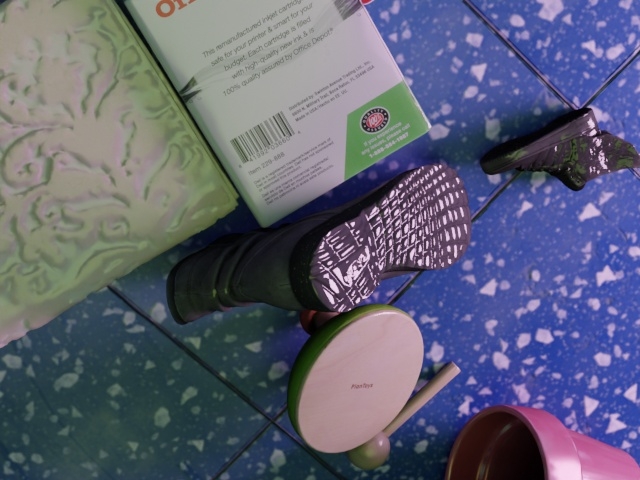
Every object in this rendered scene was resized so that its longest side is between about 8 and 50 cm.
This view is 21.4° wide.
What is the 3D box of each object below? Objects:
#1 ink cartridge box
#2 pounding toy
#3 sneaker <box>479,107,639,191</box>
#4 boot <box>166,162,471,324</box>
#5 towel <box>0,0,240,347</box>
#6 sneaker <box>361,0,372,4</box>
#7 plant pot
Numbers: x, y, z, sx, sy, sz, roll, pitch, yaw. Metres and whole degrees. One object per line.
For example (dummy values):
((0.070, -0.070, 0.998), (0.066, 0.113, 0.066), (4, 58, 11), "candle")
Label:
((-0.049, -0.195, 1.769), (0.211, 0.121, 0.289), (-30, 112, 1), "ink cartridge box")
((0.027, 0.146, 1.931), (0.183, 0.110, 0.237), (-52, 140, -2), "pounding toy")
((0.271, -0.088, 1.905), (0.170, 0.051, 0.089), (-26, 107, -4), "sneaker")
((0.000, 0.000, 1.835), (0.223, 0.338, 0.118), (-7, 97, 38), "boot")
((-0.299, -0.081, 1.742), (0.332, 0.053, 0.317), (-31, 111, 0), "towel")
((0.076, -0.295, 1.787), (0.042, 0.067, 0.118), (34, 100, -19), "sneaker")
((0.271, 0.299, 1.978), (0.180, 0.201, 0.201), (11, 107, -31), "plant pot")
